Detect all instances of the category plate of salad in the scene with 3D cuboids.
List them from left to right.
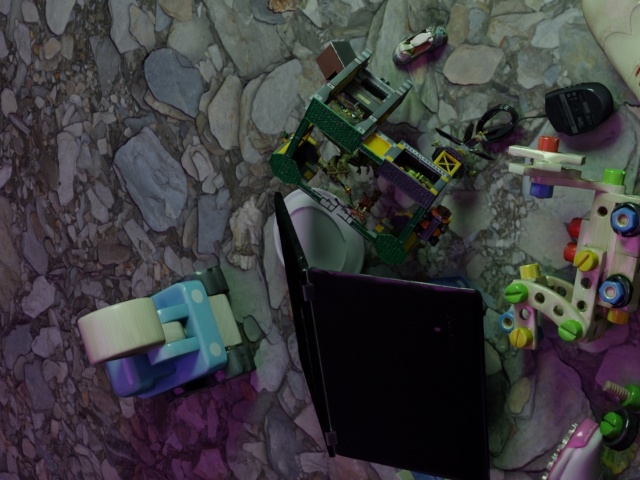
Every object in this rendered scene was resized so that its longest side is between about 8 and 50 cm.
[{"bbox_3d":[0.000,0.000,1.824,0.199,0.048,0.200,13,114,32],"label":"plate of salad"}]

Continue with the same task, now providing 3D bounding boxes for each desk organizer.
[{"bbox_3d":[0.046,-0.272,1.732,0.050,0.047,0.130,-40,71,42],"label":"desk organizer"}]

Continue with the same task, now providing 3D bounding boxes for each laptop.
[{"bbox_3d":[0.092,0.154,1.664,0.408,0.236,0.382,-112,13,-58],"label":"laptop"}]

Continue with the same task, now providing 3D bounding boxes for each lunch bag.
[{"bbox_3d":[0.202,0.095,1.642,0.098,0.065,0.067,-5,115,45],"label":"lunch bag"}]

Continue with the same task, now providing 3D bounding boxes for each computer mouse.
[{"bbox_3d":[0.329,-0.186,1.502,0.242,0.041,0.071,-7,110,48],"label":"computer mouse"}]

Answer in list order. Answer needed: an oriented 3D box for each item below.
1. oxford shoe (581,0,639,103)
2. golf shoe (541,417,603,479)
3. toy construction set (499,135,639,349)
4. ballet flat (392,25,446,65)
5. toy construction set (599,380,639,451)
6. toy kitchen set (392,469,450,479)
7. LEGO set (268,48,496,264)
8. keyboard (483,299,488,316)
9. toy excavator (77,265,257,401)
[{"bbox_3d":[0.462,-0.208,1.294,0.397,0.146,0.140,51,130,24],"label":"oxford shoe"},{"bbox_3d":[0.388,0.397,1.503,0.140,0.115,0.306,25,127,25],"label":"golf shoe"},{"bbox_3d":[0.356,0.010,1.444,0.215,0.151,0.328,17,120,40],"label":"toy construction set"},{"bbox_3d":[0.149,-0.314,1.635,0.114,0.041,0.041,-22,83,43],"label":"ballet flat"},{"bbox_3d":[0.535,0.287,1.302,0.237,0.257,0.309,27,146,-12],"label":"toy construction set"},{"bbox_3d":[0.121,0.467,1.715,0.207,0.166,0.122,-48,66,37],"label":"toy kitchen set"},{"bbox_3d":[0.100,-0.143,1.638,0.331,0.192,0.255,33,140,12],"label":"LEGO set"},{"bbox_3d":[0.219,0.158,1.603,0.023,0.108,0.180,45,146,18],"label":"keyboard"},{"bbox_3d":[-0.318,0.191,1.877,0.433,0.445,0.222,-27,80,42],"label":"toy excavator"}]
